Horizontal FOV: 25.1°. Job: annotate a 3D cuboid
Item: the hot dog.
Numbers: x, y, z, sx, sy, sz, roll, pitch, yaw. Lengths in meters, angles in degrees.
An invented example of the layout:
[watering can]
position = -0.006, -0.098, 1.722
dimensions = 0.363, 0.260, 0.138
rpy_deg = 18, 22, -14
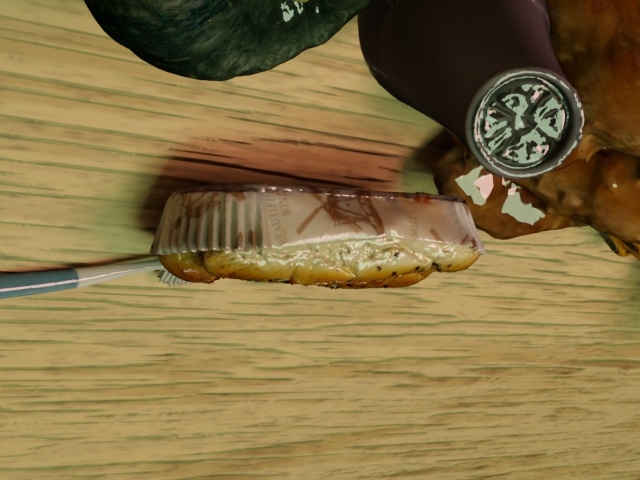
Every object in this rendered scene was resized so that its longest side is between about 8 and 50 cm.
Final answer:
[hot dog]
position = 0.000, 0.000, 1.066
dimensions = 0.268, 0.075, 0.144
rpy_deg = -1, 174, -30

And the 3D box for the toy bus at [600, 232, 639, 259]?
[toy bus]
position = 0.300, -0.034, 1.335
dimensions = 0.069, 0.074, 0.162
rpy_deg = -37, 144, -4

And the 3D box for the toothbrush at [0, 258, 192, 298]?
[toothbrush]
position = -0.193, 0.030, 1.014
dimensions = 0.275, 0.019, 0.025
rpy_deg = -6, 142, -38

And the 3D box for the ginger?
[ginger]
position = 0.221, -0.107, 1.102
dimensions = 0.274, 0.152, 0.357
rpy_deg = -1, 152, 5

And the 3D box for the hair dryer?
[hair dryer]
position = 0.098, -0.230, 0.819
dimensions = 0.121, 0.301, 0.361
rpy_deg = 2, 112, -7

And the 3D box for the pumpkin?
[pumpkin]
position = -0.040, -0.183, 0.789
dimensions = 0.211, 0.152, 0.212
rpy_deg = -38, 159, -18
